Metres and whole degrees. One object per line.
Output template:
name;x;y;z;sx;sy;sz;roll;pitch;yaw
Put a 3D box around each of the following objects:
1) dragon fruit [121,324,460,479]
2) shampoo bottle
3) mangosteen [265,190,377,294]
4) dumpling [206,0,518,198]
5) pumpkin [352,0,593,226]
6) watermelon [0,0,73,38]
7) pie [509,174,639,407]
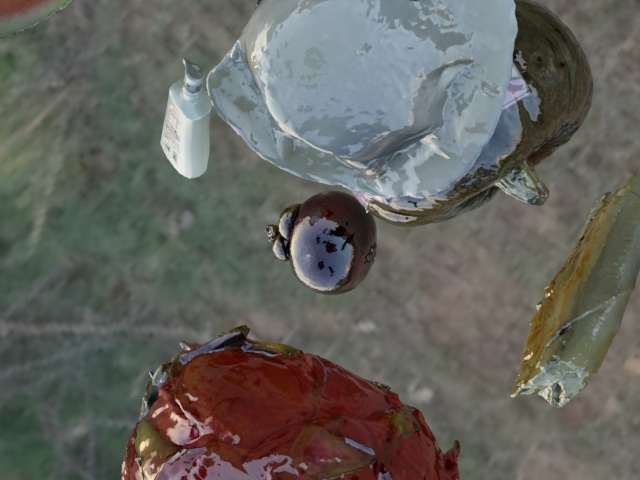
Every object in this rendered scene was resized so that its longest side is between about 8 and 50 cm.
dragon fruit;-0.021;0.229;1.468;0.343;0.277;0.277;23;142;13
shampoo bottle;-0.113;-0.107;1.533;0.049;0.034;0.141;58;159;20
mangosteen;0.000;0.000;2.125;0.140;0.140;0.140;24;142;20
dumpling;0.042;-0.132;1.504;0.227;0.175;0.243;59;155;-11
pumpkin;0.150;-0.108;1.673;0.189;0.260;0.260;59;144;2
watermelon;-0.236;-0.235;1.420;0.063;0.245;0.119;51;172;26
pie;0.275;0.047;1.816;0.068;0.282;0.128;33;146;-12
